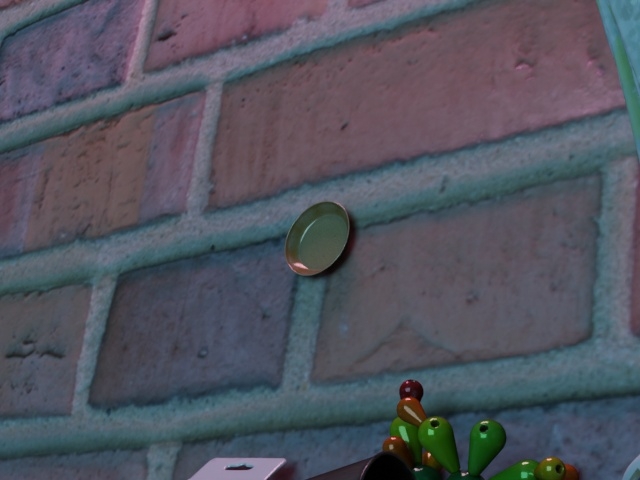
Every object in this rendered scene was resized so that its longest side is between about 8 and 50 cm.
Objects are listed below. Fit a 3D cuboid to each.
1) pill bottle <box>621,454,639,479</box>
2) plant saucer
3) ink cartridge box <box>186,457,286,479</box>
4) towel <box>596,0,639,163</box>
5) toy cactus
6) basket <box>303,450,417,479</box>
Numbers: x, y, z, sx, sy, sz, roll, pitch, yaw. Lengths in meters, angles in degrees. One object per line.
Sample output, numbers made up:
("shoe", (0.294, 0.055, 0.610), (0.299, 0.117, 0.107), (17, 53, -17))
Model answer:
("pill bottle", (0.276, 0.205, 0.942), (0.067, 0.067, 0.120), (-46, 45, 11))
("plant saucer", (0.000, 0.000, 1.338), (0.083, 0.015, 0.083), (-21, 54, 32))
("ink cartridge box", (-0.107, 0.273, 1.203), (0.104, 0.060, 0.180), (-7, 20, 39))
("towel", (0.380, -0.207, 0.931), (0.374, 0.090, 0.320), (-16, 96, 23))
("toy cactus", (0.114, 0.225, 1.068), (0.219, 0.112, 0.180), (31, 107, 44))
("basket", (-0.042, 0.275, 0.999), (0.227, 0.154, 0.204), (-13, 53, 26))
